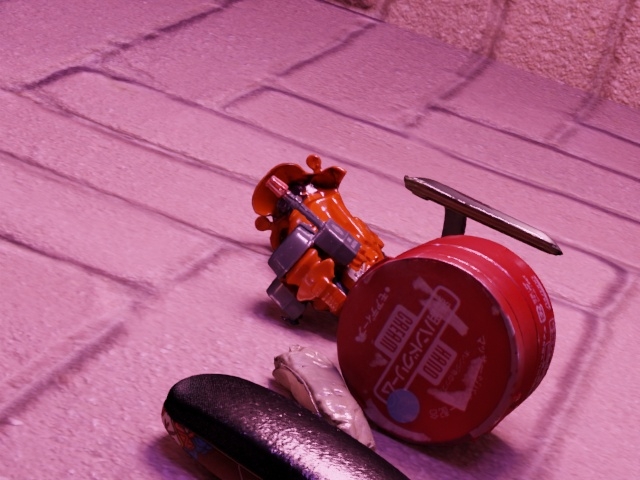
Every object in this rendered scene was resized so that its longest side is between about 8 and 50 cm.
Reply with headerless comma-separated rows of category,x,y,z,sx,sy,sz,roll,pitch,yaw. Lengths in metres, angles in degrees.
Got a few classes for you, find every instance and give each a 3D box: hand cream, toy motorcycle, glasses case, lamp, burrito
hand cream,0.145,0.110,1.947,0.230,0.230,0.149,25,21,23
toy motorcycle,0.000,0.000,2.246,0.221,0.148,0.325,39,15,-2
glasses case,-0.022,0.225,1.722,0.321,0.082,0.122,30,26,29
lamp,0.187,0.049,2.098,0.203,0.283,0.124,28,40,21
burrito,0.000,0.172,1.911,0.063,0.058,0.229,4,25,-24
